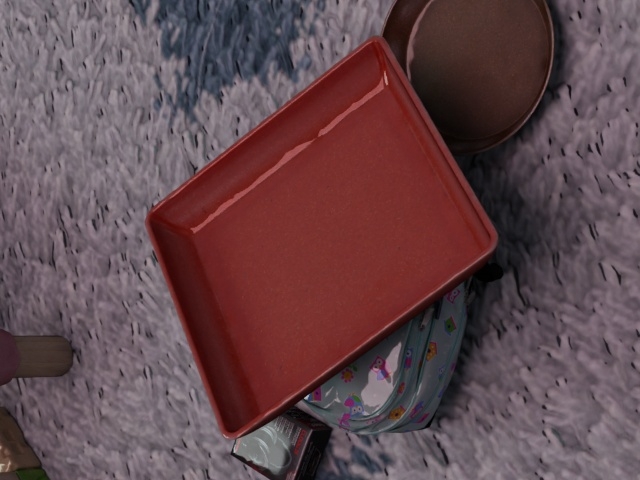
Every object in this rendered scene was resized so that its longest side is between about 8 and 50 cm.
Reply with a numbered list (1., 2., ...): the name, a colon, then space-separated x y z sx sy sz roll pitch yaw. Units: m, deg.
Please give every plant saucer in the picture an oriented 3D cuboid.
1. plant saucer: 0.124 -0.153 1.339 0.168 0.029 0.168 -3 86 37
2. plant saucer: 0.000 0.000 1.279 0.258 0.048 0.259 -37 47 13

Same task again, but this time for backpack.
1. backpack: 0.049 0.068 1.326 0.152 0.115 0.182 13 90 38

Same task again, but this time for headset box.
1. headset box: -0.032 0.179 1.432 0.083 0.032 0.062 28 104 35

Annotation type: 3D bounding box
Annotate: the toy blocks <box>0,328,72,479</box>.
1. toy blocks: -0.351 0.275 1.518 0.309 0.260 0.288 -48 63 24
